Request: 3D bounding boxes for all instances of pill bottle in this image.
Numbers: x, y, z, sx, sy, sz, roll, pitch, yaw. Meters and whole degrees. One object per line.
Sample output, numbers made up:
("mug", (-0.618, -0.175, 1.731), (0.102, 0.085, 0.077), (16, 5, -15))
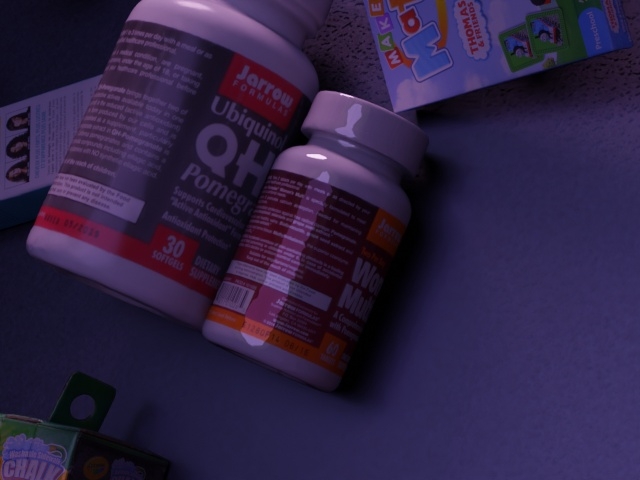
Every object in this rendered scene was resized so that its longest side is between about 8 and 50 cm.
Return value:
("pill bottle", (0.000, 0.000, 1.245), (0.121, 0.121, 0.221), (19, 82, 34))
("pill bottle", (-0.107, -0.098, 1.310), (0.176, 0.176, 0.318), (19, 82, 34))

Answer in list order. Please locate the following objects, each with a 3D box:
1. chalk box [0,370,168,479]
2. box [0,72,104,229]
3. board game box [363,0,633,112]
("chalk box", (-0.225, 0.216, 1.286), (0.132, 0.132, 0.213), (4, 73, 31))
("box", (-0.274, -0.076, 1.467), (0.244, 0.060, 0.100), (-14, 65, 25))
("board game box", (0.129, -0.202, 1.231), (0.211, 0.039, 0.160), (-13, 94, 40))
